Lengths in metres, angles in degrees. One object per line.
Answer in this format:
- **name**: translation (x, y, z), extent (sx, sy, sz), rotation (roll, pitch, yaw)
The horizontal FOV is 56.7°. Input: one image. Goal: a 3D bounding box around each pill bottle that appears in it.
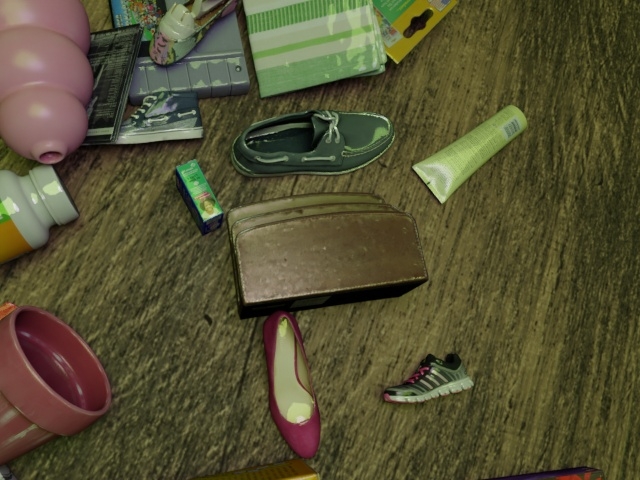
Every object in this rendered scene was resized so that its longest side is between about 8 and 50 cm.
- **pill bottle**: translation (-0.519, -0.028, 0.933), extent (0.246, 0.136, 0.136), rotation (-28, 83, -15)

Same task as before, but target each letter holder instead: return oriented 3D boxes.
- **letter holder**: translation (0.000, 0.000, 1.018), extent (0.302, 0.152, 0.214), rotation (-7, 76, -12)

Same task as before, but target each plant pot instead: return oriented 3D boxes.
- **plant pot**: translation (-0.443, 0.228, 0.869), extent (0.180, 0.201, 0.201), rotation (-39, 86, -1)

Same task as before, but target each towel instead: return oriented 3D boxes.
- **towel**: translation (-0.023, -0.453, 1.109), extent (0.248, 0.038, 0.325), rotation (-10, 95, 7)

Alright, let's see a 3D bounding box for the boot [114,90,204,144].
- **boot**: translation (-0.305, -0.217, 1.044), extent (0.190, 0.069, 0.086), rotation (-9, 103, -21)

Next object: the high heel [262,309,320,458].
- **high heel**: translation (-0.042, 0.235, 0.968), extent (0.082, 0.117, 0.244), rotation (-7, 78, -12)

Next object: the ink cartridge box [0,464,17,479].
- **ink cartridge box**: translation (-0.500, 0.389, 0.879), extent (0.099, 0.056, 0.135), rotation (-37, 86, -17)

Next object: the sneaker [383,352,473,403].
- **sneaker**: translation (0.183, 0.239, 1.039), extent (0.170, 0.063, 0.075), rotation (-9, 79, -18)

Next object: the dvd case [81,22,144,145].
- **dvd case**: translation (-0.394, -0.267, 1.031), extent (0.164, 0.018, 0.221), rotation (1, 73, 26)

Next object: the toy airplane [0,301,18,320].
- **toy airplane**: translation (-0.561, 0.140, 0.942), extent (0.151, 0.028, 0.151), rotation (2, 77, -9)

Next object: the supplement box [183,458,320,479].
- **supplement box**: translation (-0.173, 0.454, 0.852), extent (0.356, 0.195, 0.194), rotation (-7, 78, -11)

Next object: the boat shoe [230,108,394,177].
- **boat shoe**: translation (-0.004, -0.184, 1.086), extent (0.319, 0.099, 0.116), rotation (-11, 79, -13)

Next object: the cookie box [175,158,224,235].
- **cookie box**: translation (-0.210, -0.073, 1.025), extent (0.040, 0.092, 0.107), rotation (-27, 83, -18)

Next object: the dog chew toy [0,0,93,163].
- **dog chew toy**: translation (-0.460, -0.274, 0.948), extent (0.206, 0.206, 0.332), rotation (-16, 72, -14)

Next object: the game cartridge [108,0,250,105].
- **game cartridge**: translation (-0.277, -0.435, 1.119), extent (0.230, 0.068, 0.355), rotation (-9, 79, -17)

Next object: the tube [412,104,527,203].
- **tube**: translation (0.298, -0.177, 1.167), extent (0.240, 0.062, 0.070), rotation (-38, 42, -11)

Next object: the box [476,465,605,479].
- **box**: translation (0.356, 0.508, 1.008), extent (0.293, 0.057, 0.201), rotation (-3, 78, -11)

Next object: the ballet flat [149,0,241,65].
- **ballet flat**: translation (-0.221, -0.403, 1.051), extent (0.077, 0.079, 0.221), rotation (43, 73, 1)

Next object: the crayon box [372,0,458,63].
- **crayon box**: translation (0.084, -0.501, 1.187), extent (0.323, 0.083, 0.203), rotation (42, 74, 2)
